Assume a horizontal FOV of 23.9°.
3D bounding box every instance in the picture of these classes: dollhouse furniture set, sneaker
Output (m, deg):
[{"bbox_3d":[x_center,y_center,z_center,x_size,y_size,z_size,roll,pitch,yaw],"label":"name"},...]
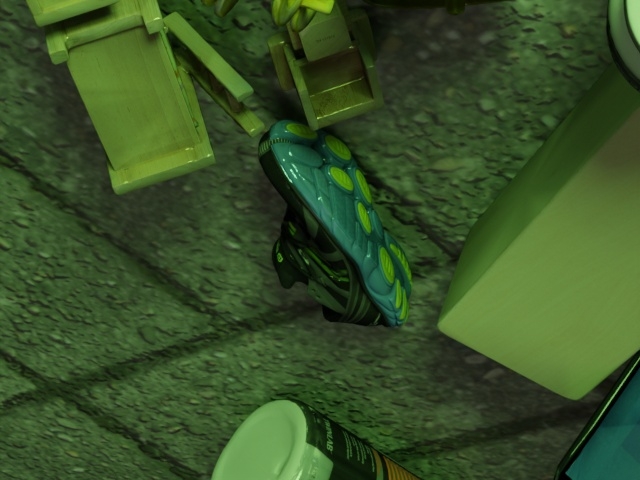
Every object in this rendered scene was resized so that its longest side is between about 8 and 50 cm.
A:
[{"bbox_3d":[-0.064,-0.140,0.776,0.161,0.101,0.182,-18,140,-1],"label":"dollhouse furniture set"},{"bbox_3d":[0.000,0.000,0.938,0.078,0.067,0.188,-9,143,17],"label":"sneaker"}]

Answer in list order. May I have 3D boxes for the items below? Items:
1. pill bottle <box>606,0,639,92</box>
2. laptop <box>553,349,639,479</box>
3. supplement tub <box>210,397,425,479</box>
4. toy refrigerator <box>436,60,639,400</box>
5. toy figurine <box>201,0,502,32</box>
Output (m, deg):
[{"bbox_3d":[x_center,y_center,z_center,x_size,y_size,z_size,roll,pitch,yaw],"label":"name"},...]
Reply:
[{"bbox_3d":[0.158,-0.094,0.628,0.078,0.078,0.137,5,-176,9],"label":"pill bottle"},{"bbox_3d":[0.305,0.113,0.921,0.264,0.137,0.234,-10,149,28],"label":"laptop"},{"bbox_3d":[0.017,0.214,1.183,0.190,0.117,0.117,37,138,-29],"label":"supplement tub"},{"bbox_3d":[0.174,-0.024,0.836,0.102,0.094,0.269,27,142,-6],"label":"toy refrigerator"},{"bbox_3d":[0.047,-0.213,0.589,0.191,0.217,0.362,-18,-179,15],"label":"toy figurine"}]
